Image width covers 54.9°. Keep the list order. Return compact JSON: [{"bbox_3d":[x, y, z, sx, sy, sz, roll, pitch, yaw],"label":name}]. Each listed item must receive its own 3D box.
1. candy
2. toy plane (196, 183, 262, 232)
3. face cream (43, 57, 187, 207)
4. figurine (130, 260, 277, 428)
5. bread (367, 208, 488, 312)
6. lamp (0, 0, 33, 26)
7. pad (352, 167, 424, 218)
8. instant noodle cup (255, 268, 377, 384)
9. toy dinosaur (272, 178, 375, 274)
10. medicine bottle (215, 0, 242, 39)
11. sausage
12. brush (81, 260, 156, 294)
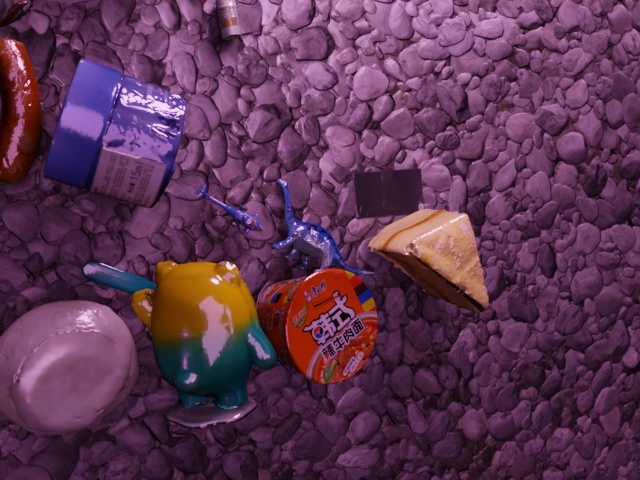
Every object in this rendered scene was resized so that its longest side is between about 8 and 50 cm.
[{"bbox_3d":[-0.525,0.254,1.261,0.295,0.185,0.296,1,89,-34],"label":"candy"},{"bbox_3d":[-0.204,-0.069,1.412,0.167,0.062,0.054,32,83,-7],"label":"toy plane"},{"bbox_3d":[-0.407,-0.208,1.241,0.225,0.249,0.249,19,87,-23],"label":"face cream"},{"bbox_3d":[-0.251,0.207,1.318,0.323,0.231,0.340,-3,100,16],"label":"figurine"},{"bbox_3d":[0.256,0.072,1.466,0.198,0.263,0.236,-25,101,-12],"label":"bread"},{"bbox_3d":[-0.649,-0.515,1.147,0.233,0.265,0.233,-34,137,-40],"label":"lamp"},{"bbox_3d":[0.174,-0.120,1.561,0.193,0.004,0.116,-6,94,-17],"label":"pad"},{"bbox_3d":[-0.023,0.188,1.389,0.250,0.192,0.251,2,86,-35],"label":"instant noodle cup"},{"bbox_3d":[-0.027,0.014,1.467,0.329,0.076,0.144,45,73,-5],"label":"toy dinosaur"},{"bbox_3d":[-0.208,-0.501,1.392,0.047,0.047,0.083,-13,98,-17],"label":"medicine bottle"},{"bbox_3d":[-0.624,-0.269,1.254,0.102,0.076,0.303,-4,93,-10],"label":"sausage"},{"bbox_3d":[-0.434,0.090,1.364,0.193,0.032,0.043,24,81,-30],"label":"brush"}]
